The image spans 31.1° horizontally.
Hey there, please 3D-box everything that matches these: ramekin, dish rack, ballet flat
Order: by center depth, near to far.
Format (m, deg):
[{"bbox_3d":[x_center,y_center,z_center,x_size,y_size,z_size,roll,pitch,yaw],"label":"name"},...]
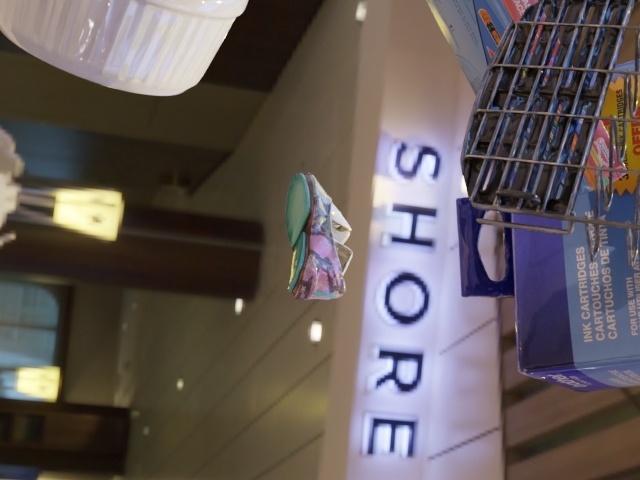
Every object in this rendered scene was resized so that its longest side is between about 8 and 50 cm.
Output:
[{"bbox_3d":[0.223,-0.060,0.654,0.074,0.271,0.208,70,37,-49],"label":"dish rack"},{"bbox_3d":[-0.219,-0.253,1.205,0.273,0.272,0.127,-115,-135,-63],"label":"ramekin"},{"bbox_3d":[0.000,0.000,1.394,0.221,0.079,0.077,-94,-155,-54],"label":"ballet flat"}]

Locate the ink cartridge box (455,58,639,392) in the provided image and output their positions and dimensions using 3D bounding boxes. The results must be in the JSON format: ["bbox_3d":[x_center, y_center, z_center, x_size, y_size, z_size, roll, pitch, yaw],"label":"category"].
[{"bbox_3d":[0.314,-0.017,0.992,0.395,0.151,0.270,-12,-110,34],"label":"ink cartridge box"}]

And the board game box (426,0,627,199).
[{"bbox_3d":[0.128,-0.159,0.860,0.281,0.027,0.145,63,-8,1],"label":"board game box"}]
